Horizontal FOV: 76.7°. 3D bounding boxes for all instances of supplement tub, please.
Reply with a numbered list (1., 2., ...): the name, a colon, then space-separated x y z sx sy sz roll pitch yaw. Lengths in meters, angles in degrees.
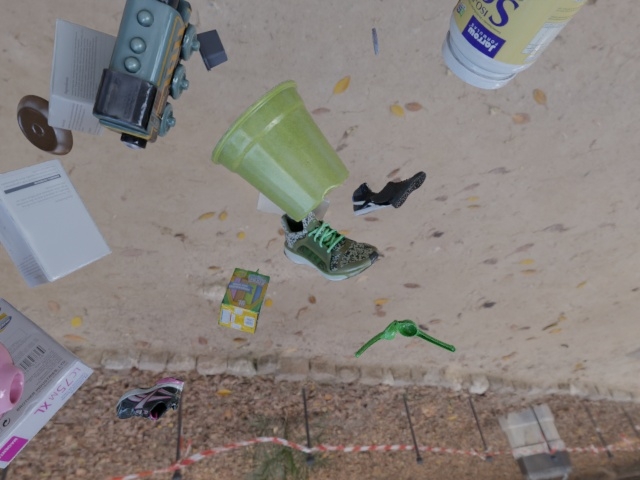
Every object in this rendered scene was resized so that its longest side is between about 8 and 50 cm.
1. supplement tub: 0.447 -0.542 0.917 0.241 0.241 0.331 2 155 -14

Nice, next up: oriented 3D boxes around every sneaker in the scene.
1. sneaker: 0.000 0.000 1.285 0.410 0.158 0.182 12 138 44
2. sneaker: -0.408 0.389 0.954 0.178 0.077 0.072 -29 132 12
3. sneaker: 0.244 -0.166 1.270 0.170 0.089 0.051 -48 143 6
4. sneaker: 0.213 -0.179 1.594 0.217 0.121 0.079 -15 177 33

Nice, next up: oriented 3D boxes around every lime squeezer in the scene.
1. lime squeezer: 0.220 0.274 1.131 0.310 0.110 0.059 3 144 -21

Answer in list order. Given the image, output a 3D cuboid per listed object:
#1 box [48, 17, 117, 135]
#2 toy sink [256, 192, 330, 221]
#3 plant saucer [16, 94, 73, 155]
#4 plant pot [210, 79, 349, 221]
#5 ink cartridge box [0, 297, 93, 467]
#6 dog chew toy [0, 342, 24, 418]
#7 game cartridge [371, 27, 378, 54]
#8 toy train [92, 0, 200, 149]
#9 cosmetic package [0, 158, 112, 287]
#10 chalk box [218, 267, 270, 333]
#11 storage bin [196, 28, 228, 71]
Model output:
1. box: -0.553 -0.365 0.936 0.119 0.182 0.181 5 170 -35
2. toy sink: -0.089 -0.172 1.378 0.234 0.131 0.153 10 155 -9
3. plant saucer: -0.883 -0.356 1.281 0.198 0.036 0.198 10 126 14
4. plant pot: -0.075 -0.194 0.988 0.254 0.276 0.276 46 125 -6
5. ink cartridge box: -0.582 0.226 0.722 0.311 0.186 0.065 24 149 22
6. dog chew toy: -0.498 0.155 0.409 0.332 0.206 0.206 2 142 -15
7. game cartridge: 0.197 -0.718 1.454 0.017 0.083 0.056 -6 155 4
8. toy train: -0.345 -0.351 0.813 0.142 0.334 0.190 17 -178 -11
9. cosmetic package: -0.607 -0.029 0.887 0.224 0.138 0.224 -11 107 45
10. chalk box: -0.258 0.189 1.411 0.132 0.213 0.132 15 132 -4
11. storage bin: -0.406 -0.711 1.511 0.091 0.135 0.098 -21 168 -4
